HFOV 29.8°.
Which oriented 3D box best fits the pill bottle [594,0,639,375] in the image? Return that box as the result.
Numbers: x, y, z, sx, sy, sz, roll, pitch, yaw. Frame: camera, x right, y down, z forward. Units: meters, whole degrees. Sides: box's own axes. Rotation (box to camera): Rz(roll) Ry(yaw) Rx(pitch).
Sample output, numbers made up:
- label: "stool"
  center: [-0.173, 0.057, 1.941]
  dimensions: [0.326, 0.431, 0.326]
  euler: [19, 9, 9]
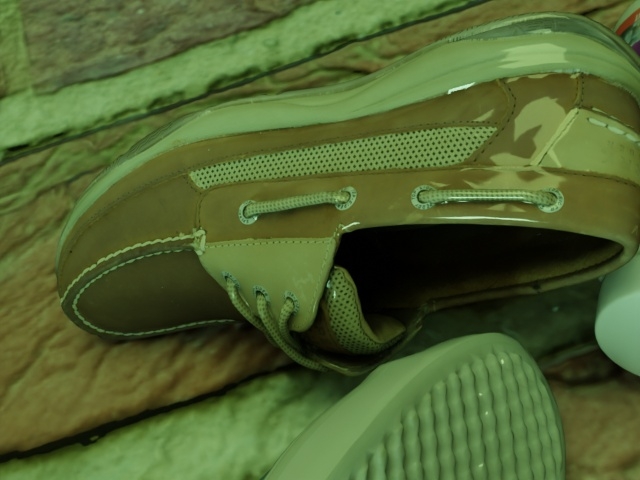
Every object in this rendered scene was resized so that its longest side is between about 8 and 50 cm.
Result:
- label: "pill bottle"
  center: [0.186, -0.030, 0.594]
  dimensions: [0.108, 0.108, 0.193]
  euler: [5, 53, 17]

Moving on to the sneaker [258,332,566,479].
- label: "sneaker"
  center: [-0.039, 0.161, 0.485]
  dimensions: [0.150, 0.135, 0.366]
  euler: [-4, 29, 47]

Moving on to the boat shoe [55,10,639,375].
- label: "boat shoe"
  center: [0.000, 0.000, 0.570]
  dimensions: [0.324, 0.123, 0.116]
  euler: [-20, 55, 29]
